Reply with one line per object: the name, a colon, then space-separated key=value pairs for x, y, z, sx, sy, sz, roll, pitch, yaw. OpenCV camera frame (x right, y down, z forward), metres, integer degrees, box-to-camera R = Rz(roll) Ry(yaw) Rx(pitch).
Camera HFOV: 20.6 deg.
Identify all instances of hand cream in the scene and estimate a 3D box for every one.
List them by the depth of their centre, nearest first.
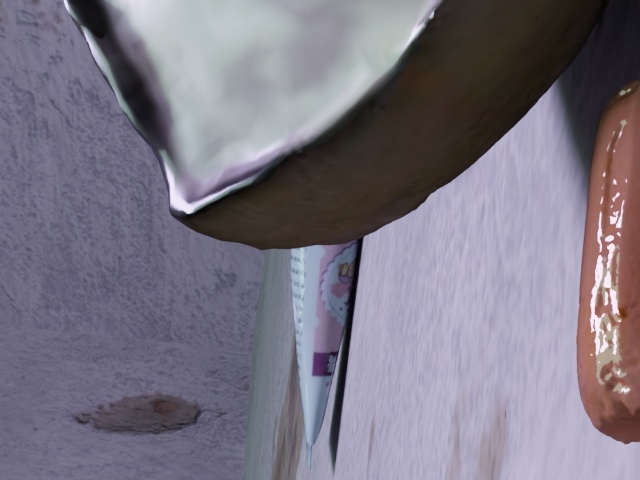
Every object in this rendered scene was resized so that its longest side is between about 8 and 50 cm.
hand cream: x=0.000 y=0.000 z=1.313 sx=0.085 sy=0.058 sz=0.331 roll=-110 pitch=27 yaw=-77

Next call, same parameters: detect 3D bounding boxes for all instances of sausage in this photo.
sausage: x=0.075 y=0.003 z=0.393 sx=0.034 sy=0.034 sz=0.083 roll=107 pitch=170 yaw=-70

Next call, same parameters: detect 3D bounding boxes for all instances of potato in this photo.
potato: x=0.055 y=-0.124 z=0.522 sx=0.189 sy=0.211 sz=0.264 roll=59 pitch=-158 yaw=15
